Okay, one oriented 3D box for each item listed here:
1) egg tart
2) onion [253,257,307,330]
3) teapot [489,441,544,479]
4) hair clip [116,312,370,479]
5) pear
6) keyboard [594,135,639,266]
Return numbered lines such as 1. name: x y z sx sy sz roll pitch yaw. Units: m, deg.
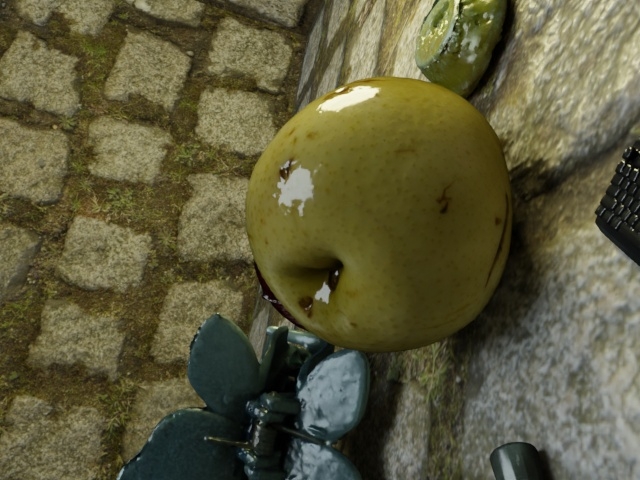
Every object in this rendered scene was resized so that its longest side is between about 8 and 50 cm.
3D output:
1. egg tart: 0.199 -0.300 0.864 0.197 0.078 0.197 -166 90 -75
2. onion: 0.000 0.000 0.943 0.232 0.314 0.314 -7 62 31
3. teapot: 0.175 0.228 0.495 0.110 0.043 0.043 -95 22 -44
4. hair clip: -0.066 0.295 0.950 0.238 0.392 0.318 33 -112 -75
5. pear: 0.069 -0.033 0.675 0.309 0.309 0.309 -166 90 -77
6. keyboard: 0.260 0.001 0.398 0.230 0.025 0.093 -102 26 -63
